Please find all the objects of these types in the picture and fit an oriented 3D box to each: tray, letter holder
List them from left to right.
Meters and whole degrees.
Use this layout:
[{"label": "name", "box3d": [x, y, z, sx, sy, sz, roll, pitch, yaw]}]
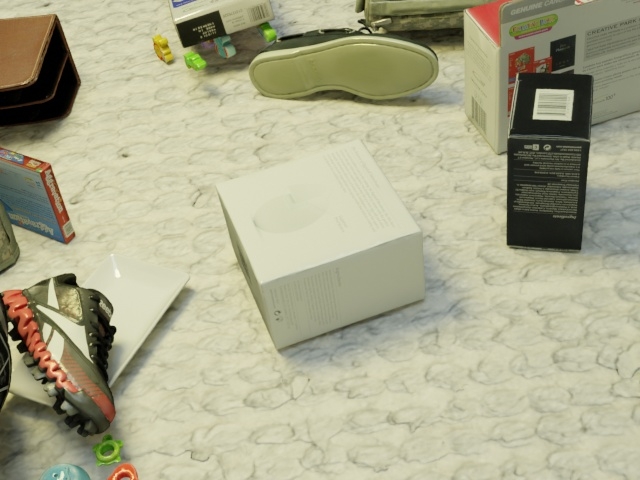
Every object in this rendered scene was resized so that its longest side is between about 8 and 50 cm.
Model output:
[{"label": "letter holder", "box3d": [-0.611, -0.269, 1.737, 0.302, 0.152, 0.214, -4, 45, 5]}, {"label": "tray", "box3d": [-0.303, 0.130, 1.353, 0.145, 0.030, 0.270, 13, 48, 23]}]

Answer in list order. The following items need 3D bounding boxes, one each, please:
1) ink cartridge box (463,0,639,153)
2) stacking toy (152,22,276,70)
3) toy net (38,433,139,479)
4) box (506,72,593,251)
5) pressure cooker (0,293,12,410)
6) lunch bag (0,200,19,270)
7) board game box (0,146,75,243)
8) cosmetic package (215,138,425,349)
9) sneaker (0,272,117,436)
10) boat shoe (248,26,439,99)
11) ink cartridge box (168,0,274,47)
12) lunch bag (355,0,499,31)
[{"label": "ink cartridge box", "box3d": [0.391, -0.315, 1.533, 0.309, 0.272, 0.130, -17, 44, -9]}, {"label": "stacking toy", "box3d": [-0.197, -0.367, 1.815, 0.167, 0.052, 0.221, -29, 34, -19]}, {"label": "toy net", "box3d": [-0.253, 0.335, 1.122, 0.122, 0.045, 0.232, -20, 46, -14]}, {"label": "box", "box3d": [0.321, -0.109, 1.374, 0.108, 0.207, 0.153, 4, 44, 14]}, {"label": "pressure cooker", "box3d": [-0.567, 0.190, 1.063, 0.375, 0.370, 0.420, -40, 23, 25]}, {"label": "lunch bag", "box3d": [-0.609, -0.044, 1.434, 0.287, 0.235, 0.169, -6, 38, 4]}, {"label": "board game box", "box3d": [-0.515, -0.093, 1.537, 0.281, 0.145, 0.027, 18, 47, 25]}, {"label": "cosmetic package", "box3d": [0.000, 0.000, 1.361, 0.225, 0.138, 0.224, -19, 44, -9]}, {"label": "sneaker", "box3d": [-0.314, 0.133, 1.257, 0.135, 0.097, 0.276, -29, 46, -18]}, {"label": "boat shoe", "box3d": [0.047, -0.317, 1.696, 0.340, 0.127, 0.113, -4, 41, 26]}, {"label": "ink cartridge box", "box3d": [-0.205, -0.476, 1.878, 0.176, 0.069, 0.371, -19, 33, -2]}, {"label": "lunch bag", "box3d": [0.224, -0.492, 1.788, 0.305, 0.212, 0.256, 0, 43, 10]}]
